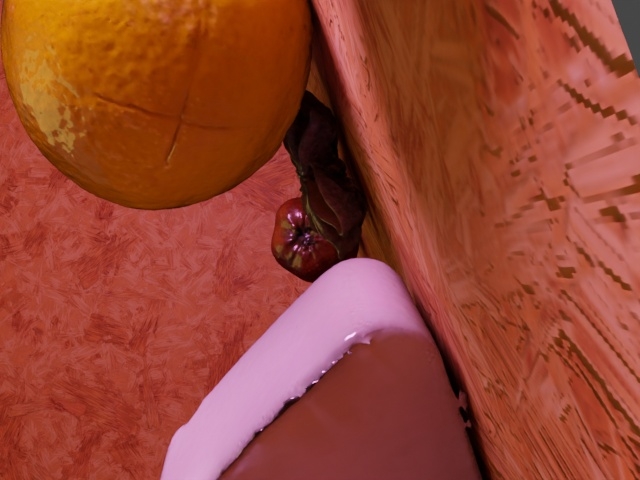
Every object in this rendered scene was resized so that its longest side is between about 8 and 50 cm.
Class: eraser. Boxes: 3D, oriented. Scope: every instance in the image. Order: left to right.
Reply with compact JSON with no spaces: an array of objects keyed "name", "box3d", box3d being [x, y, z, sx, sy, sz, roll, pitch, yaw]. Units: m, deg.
[{"name":"eraser","box3d":[-0.013,0.214,0.501,0.150,0.331,0.331,-109,-1,-67]}]

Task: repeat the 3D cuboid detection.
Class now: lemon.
[{"name":"lemon","box3d":[-0.152,-0.177,0.516,0.297,0.297,0.297,160,90,-90]}]

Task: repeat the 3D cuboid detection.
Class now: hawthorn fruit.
[{"name":"hawthorn fruit","box3d":[0.000,0.000,0.953,0.203,0.163,0.162,23,-134,-76]}]

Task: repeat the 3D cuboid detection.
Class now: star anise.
[{"name":"star anise","box3d":[0.003,-0.082,0.653,0.197,0.073,0.212,170,82,-86]}]
